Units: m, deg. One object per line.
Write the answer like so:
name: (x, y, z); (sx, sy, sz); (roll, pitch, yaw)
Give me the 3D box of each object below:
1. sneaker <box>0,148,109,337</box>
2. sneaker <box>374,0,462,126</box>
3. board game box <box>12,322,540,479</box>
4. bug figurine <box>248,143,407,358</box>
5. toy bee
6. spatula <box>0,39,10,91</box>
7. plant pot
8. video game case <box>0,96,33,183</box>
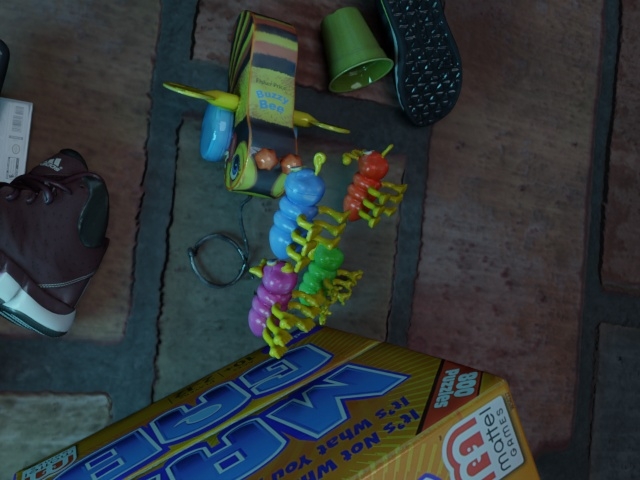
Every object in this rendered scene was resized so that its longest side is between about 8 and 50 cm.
sneaker: (-0.293, -0.045, 0.543); (0.163, 0.106, 0.281); (-62, 146, -25)
sneaker: (0.118, -0.262, 0.764); (0.084, 0.097, 0.235); (-16, 121, 2)
board game box: (-0.027, 0.326, 0.542); (0.356, 0.356, 0.357); (-24, 99, -22)
bug figurine: (0.000, 0.000, 0.643); (0.072, 0.279, 0.217); (27, 110, 16)
toy bee: (-0.053, -0.107, 0.645); (0.195, 0.162, 0.299); (-14, 95, -25)
spatula: (-0.343, -0.047, 0.575); (0.084, 0.030, 0.297); (17, 92, -23)
plant pot: (0.035, -0.233, 0.736); (0.083, 0.083, 0.079); (-18, 84, -23)
video game case: (-0.350, -0.102, 0.594); (0.121, 0.011, 0.087); (7, 87, -24)
